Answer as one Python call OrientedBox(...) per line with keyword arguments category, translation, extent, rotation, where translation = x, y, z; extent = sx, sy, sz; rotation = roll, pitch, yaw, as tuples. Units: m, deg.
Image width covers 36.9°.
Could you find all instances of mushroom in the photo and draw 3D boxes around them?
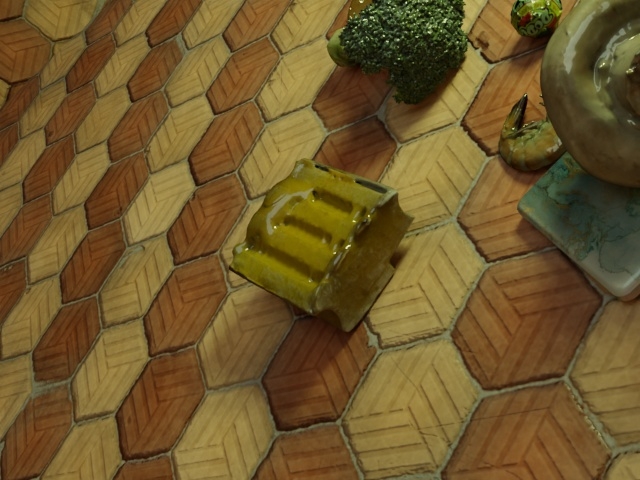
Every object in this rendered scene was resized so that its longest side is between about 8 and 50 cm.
OrientedBox(category="mushroom", translation=(0.449, -0.223, 1.291), extent=(0.297, 0.297, 0.290), rotation=(-47, -8, 2))

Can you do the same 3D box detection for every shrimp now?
OrientedBox(category="shrimp", translation=(0.386, -0.248, 1.594), extent=(0.169, 0.058, 0.295), rotation=(13, 76, 54))

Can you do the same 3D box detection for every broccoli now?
OrientedBox(category="broccoli", translation=(0.112, -0.387, 1.908), extent=(0.361, 0.221, 0.252), rotation=(-14, 40, 52))

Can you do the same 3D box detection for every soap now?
OrientedBox(category="soap", translation=(0.000, 0.000, 1.700), extent=(0.281, 0.143, 0.259), rotation=(26, 82, 53))

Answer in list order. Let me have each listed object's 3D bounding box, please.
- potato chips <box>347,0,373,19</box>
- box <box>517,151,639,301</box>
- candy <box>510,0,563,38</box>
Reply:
OrientedBox(category="potato chips", translation=(0.141, -0.536, 2.121), extent=(0.150, 0.049, 0.201), rotation=(-4, 53, 40))
OrientedBox(category="box", translation=(0.407, -0.031, 1.398), extent=(0.142, 0.044, 0.285), rotation=(-48, 36, 8))
OrientedBox(category="candy", translation=(0.401, -0.478, 1.796), extent=(0.091, 0.083, 0.305), rotation=(-26, 34, 30))
